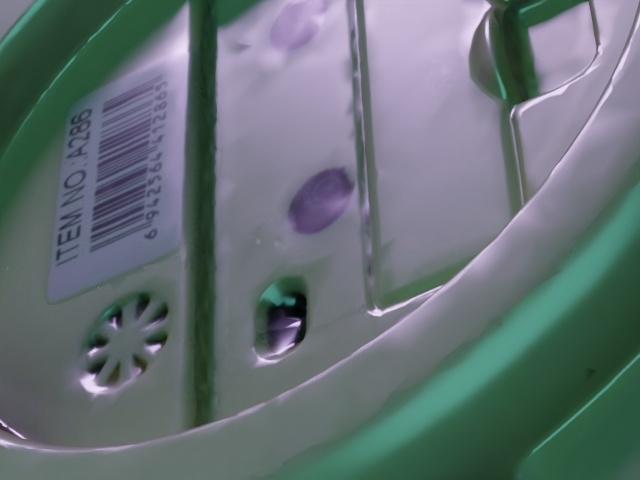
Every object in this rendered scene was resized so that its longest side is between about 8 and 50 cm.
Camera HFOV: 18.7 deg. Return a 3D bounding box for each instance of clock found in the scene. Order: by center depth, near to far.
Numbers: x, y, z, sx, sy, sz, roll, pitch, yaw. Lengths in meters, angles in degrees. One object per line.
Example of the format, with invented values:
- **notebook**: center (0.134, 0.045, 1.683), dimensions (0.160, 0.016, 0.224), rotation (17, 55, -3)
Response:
- **clock**: center (0.000, 0.000, 0.463), dimensions (0.309, 0.114, 0.284), rotation (-24, 46, 23)
